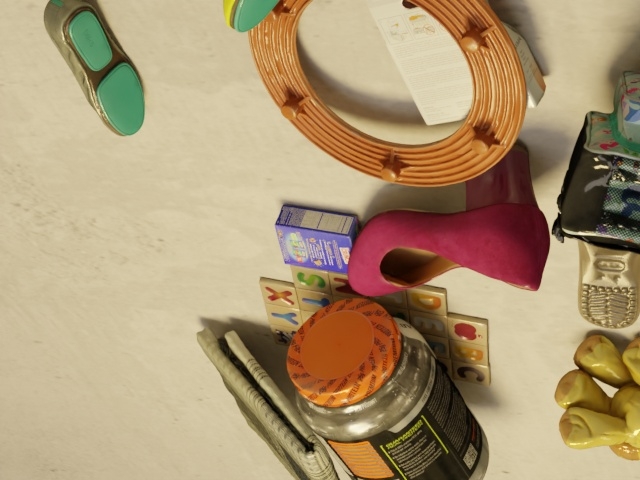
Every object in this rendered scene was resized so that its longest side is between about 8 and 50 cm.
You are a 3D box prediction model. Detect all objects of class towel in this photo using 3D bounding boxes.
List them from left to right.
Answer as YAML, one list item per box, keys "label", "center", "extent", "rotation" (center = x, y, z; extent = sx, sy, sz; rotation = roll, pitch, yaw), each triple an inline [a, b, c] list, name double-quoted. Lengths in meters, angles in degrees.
- label: "towel"
  center: [-0.055, 0.299, 2.232]
  extent: [0.324, 0.056, 0.312]
  rotation: [43, 166, 37]

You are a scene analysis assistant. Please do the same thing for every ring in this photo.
- label: "ring"
  center: [0.065, -0.185, 1.576]
  extent: [0.336, 0.032, 0.337]
  rotation: [20, 141, 17]

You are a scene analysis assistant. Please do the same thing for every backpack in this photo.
- label: "backpack"
  center: [0.387, -0.064, 1.453]
  extent: [0.253, 0.225, 0.191]
  rotation: [19, 110, 6]

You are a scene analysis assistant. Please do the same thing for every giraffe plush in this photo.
- label: "giraffe plush"
  center: [0.438, 0.242, 1.931]
  extent: [0.210, 0.181, 0.170]
  rotation: [19, 163, 33]

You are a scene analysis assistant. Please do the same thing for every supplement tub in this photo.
- label: "supplement tub"
  center: [0.096, 0.246, 2.049]
  extent: [0.207, 0.207, 0.338]
  rotation: [-2, 140, 30]

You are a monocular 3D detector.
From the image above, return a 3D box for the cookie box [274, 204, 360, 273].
- label: "cookie box"
  center: [0.000, 0.000, 1.920]
  extent: [0.107, 0.040, 0.092]
  rotation: [10, 145, 16]

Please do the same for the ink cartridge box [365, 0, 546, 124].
- label: "ink cartridge box"
  center: [0.146, -0.215, 1.551]
  extent: [0.145, 0.045, 0.179]
  rotation: [-7, 125, 35]

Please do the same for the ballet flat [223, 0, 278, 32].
- label: "ballet flat"
  center: [-0.056, -0.315, 1.473]
  extent: [0.077, 0.077, 0.231]
  rotation: [53, 142, 14]

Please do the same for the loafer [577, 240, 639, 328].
- label: "loafer"
  center: [0.348, -0.019, 1.669]
  extent: [0.101, 0.092, 0.269]
  rotation: [9, 129, 9]

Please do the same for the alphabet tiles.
- label: "alphabet tiles"
  center: [0.082, 0.137, 2.099]
  extent: [0.342, 0.011, 0.285]
  rotation: [10, 145, 15]

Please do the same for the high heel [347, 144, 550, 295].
- label: "high heel"
  center: [0.142, 0.039, 1.755]
  extent: [0.127, 0.181, 0.377]
  rotation: [9, 152, -24]

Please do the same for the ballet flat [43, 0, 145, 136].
- label: "ballet flat"
  center: [-0.277, -0.218, 1.749]
  extent: [0.068, 0.072, 0.213]
  rotation: [32, 157, 37]
